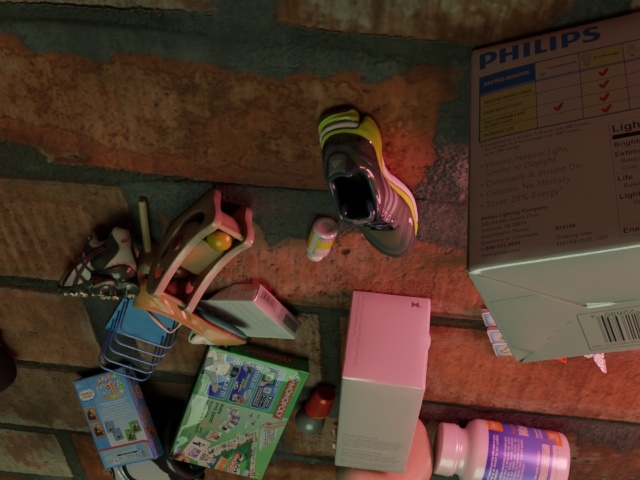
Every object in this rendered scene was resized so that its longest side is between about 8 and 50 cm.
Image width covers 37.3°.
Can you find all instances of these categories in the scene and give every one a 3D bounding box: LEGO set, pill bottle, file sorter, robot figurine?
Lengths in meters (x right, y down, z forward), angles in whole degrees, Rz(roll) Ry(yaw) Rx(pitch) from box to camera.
[{"bbox_3d":[0.432,0.181,1.745,0.244,0.060,0.182,-5,144,17],"label":"LEGO set"},{"bbox_3d":[0.000,0.000,1.600,0.043,0.043,0.083,14,143,-7],"label":"pill bottle"},{"bbox_3d":[-0.357,0.189,1.866,0.118,0.104,0.170,22,141,-16],"label":"file sorter"},{"bbox_3d":[0.385,0.469,2.049,0.272,0.152,0.152,10,143,-2],"label":"pill bottle"},{"bbox_3d":[-0.367,0.482,2.189,0.278,0.209,0.174,-16,176,28],"label":"robot figurine"}]

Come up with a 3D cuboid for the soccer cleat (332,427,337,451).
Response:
[{"bbox_3d":[0.095,0.509,2.221,0.095,0.083,0.248,-7,138,13],"label":"soccer cleat"}]

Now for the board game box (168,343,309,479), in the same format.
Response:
[{"bbox_3d":[-0.176,0.359,2.000,0.214,0.046,0.317,17,118,-12],"label":"board game box"}]

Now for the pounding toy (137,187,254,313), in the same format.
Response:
[{"bbox_3d":[-0.243,0.014,1.575,0.155,0.154,0.269,30,137,-26],"label":"pounding toy"}]

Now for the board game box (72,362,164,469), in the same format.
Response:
[{"bbox_3d":[-0.448,0.390,2.093,0.160,0.039,0.211,-18,93,31],"label":"board game box"}]

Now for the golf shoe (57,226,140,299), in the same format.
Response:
[{"bbox_3d":[-0.392,0.048,1.704,0.105,0.120,0.273,7,172,-34],"label":"golf shoe"}]

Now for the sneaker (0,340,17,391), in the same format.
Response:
[{"bbox_3d":[-0.720,0.211,1.951,0.140,0.125,0.341,-12,141,17],"label":"sneaker"}]

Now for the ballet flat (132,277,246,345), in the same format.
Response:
[{"bbox_3d":[-0.251,0.153,1.802,0.232,0.073,0.080,33,-178,-12],"label":"ballet flat"}]

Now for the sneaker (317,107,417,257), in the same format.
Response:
[{"bbox_3d":[0.068,-0.058,1.447,0.111,0.121,0.300,-10,139,23],"label":"sneaker"}]

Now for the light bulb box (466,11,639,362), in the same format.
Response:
[{"bbox_3d":[0.380,-0.075,1.168,0.358,0.361,0.225,-9,141,22],"label":"light bulb box"}]

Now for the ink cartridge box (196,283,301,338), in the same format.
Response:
[{"bbox_3d":[-0.146,0.136,1.825,0.179,0.045,0.145,2,147,40],"label":"ink cartridge box"}]

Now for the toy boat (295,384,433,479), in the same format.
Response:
[{"bbox_3d":[0.089,0.445,2.048,0.318,0.267,0.148,38,136,12],"label":"toy boat"}]

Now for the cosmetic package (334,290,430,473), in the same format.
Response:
[{"bbox_3d":[0.117,0.280,1.820,0.155,0.197,0.365,6,141,4],"label":"cosmetic package"}]
